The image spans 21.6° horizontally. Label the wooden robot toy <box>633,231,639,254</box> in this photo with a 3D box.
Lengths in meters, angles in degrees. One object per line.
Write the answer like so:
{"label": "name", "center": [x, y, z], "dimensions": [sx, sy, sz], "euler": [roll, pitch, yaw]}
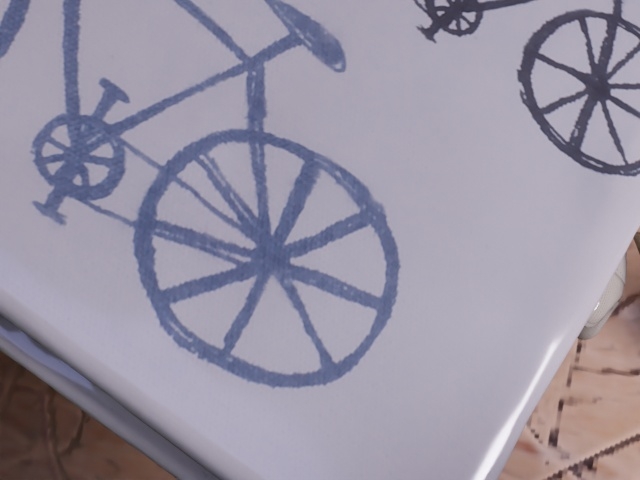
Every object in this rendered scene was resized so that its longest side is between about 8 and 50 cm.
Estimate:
{"label": "wooden robot toy", "center": [0.202, 0.047, 0.681], "dimensions": [0.173, 0.076, 0.079], "euler": [11, 106, -5]}

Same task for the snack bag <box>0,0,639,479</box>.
{"label": "snack bag", "center": [-0.016, -0.097, 0.596], "dimensions": [0.323, 0.037, 0.342], "euler": [36, 66, -1]}

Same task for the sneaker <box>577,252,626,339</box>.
{"label": "sneaker", "center": [0.000, 0.000, 0.639], "dimensions": [0.262, 0.099, 0.121], "euler": [-6, 78, -9]}
